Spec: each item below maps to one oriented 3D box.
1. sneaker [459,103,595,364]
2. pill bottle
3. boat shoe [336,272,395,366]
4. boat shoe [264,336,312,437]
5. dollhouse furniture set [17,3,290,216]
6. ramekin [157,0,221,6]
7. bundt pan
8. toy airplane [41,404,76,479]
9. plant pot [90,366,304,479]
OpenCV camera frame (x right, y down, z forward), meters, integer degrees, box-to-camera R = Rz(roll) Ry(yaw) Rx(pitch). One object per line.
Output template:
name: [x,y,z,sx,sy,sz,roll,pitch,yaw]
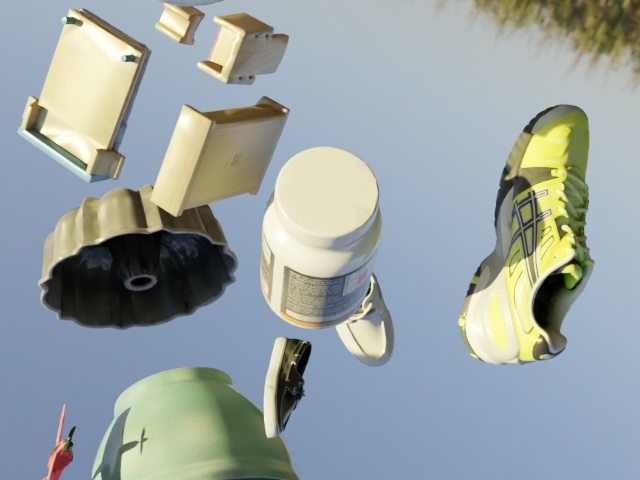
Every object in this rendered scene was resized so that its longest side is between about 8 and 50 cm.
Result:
sneaker: [0.325,-0.005,1.514,0.145,0.384,0.147,22,170,-40]
pill bottle: [0.000,0.000,1.471,0.162,0.162,0.278,26,154,8]
boat shoe: [0.058,0.090,1.778,0.096,0.267,0.088,-13,-169,4]
boat shoe: [-0.036,0.157,1.189,0.040,0.049,0.142,-1,-142,8]
dollhouse furniture set: [-0.215,-0.219,1.458,0.303,0.286,0.198,31,-157,19]
ramekin: [-0.099,-0.367,1.029,0.277,0.277,0.135,9,-179,-38]
bundt pan: [-0.309,0.020,1.814,0.331,0.331,0.124,9,-128,-37]
toy airplane: [-0.333,0.287,1.356,0.028,0.151,0.151,20,-162,-17]
plant pot: [-0.179,0.295,1.472,0.293,0.293,0.196,10,-131,-36]
